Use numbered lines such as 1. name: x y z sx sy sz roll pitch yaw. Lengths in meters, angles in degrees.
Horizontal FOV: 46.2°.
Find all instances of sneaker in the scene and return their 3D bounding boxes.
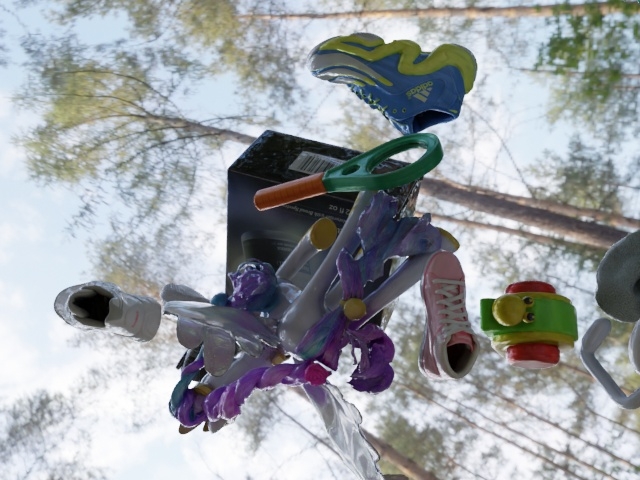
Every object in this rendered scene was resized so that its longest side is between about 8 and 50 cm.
1. sneaker: 0.133 0.075 0.751 0.051 0.070 0.134 7 -95 -16
2. sneaker: -0.361 0.099 1.183 0.115 0.232 0.090 28 -110 -50
3. sneaker: -0.227 0.184 1.403 0.153 0.101 0.268 -61 -34 -8
4. sneaker: 0.087 -0.208 1.019 0.091 0.240 0.126 53 -136 -63

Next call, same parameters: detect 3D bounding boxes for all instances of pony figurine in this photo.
1. pony figurine: -0.014 0.105 0.842 0.303 0.351 0.363 45 -104 -12

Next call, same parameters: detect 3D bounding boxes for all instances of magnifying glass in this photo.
1. magnifying glass: 0.029 -0.075 0.860 0.026 0.231 0.092 62 -154 -25

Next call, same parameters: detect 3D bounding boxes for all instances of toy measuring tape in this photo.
1. toy measuring tape: 0.311 0.133 1.052 0.121 0.121 0.330 -62 -33 -6

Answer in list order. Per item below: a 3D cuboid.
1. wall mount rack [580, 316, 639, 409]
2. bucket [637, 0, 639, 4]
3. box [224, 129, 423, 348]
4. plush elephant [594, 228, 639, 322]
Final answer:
1. wall mount rack: 0.412 0.046 0.670 0.350 0.130 0.304 22 -65 -26
2. bucket: 0.450 -0.304 0.716 0.281 0.281 0.183 -1 -69 -33
3. box: 0.000 0.000 1.313 0.182 0.297 0.293 -57 -23 -52
4. plush elephant: 0.519 0.048 0.964 0.255 0.272 0.330 -53 -41 -5
